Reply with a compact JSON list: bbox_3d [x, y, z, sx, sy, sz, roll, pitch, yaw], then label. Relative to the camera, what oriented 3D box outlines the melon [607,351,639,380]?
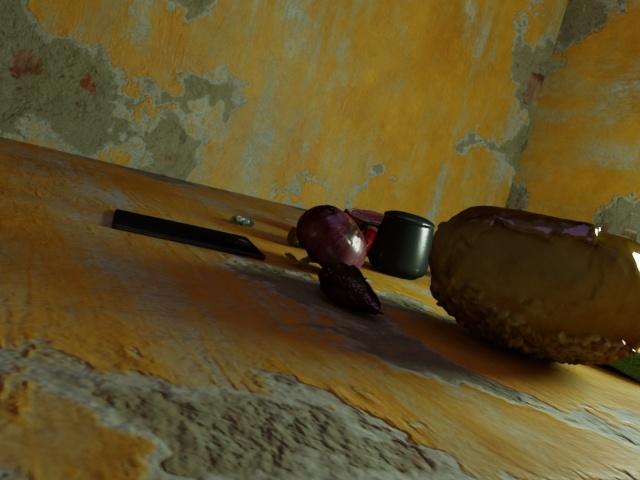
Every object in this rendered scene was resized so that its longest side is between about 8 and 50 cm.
[{"bbox_3d":[0.561,0.219,1.167,0.114,0.053,0.261,20,2,-38],"label":"melon"}]

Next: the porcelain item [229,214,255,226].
[{"bbox_3d":[-0.239,-0.060,1.776,0.083,0.028,0.036,8,-7,-41],"label":"porcelain item"}]

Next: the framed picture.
[{"bbox_3d":[-0.301,-0.018,1.322,0.323,0.013,0.244,14,7,-19],"label":"framed picture"}]

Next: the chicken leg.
[{"bbox_3d":[0.049,0.083,1.065,0.105,0.063,0.234,10,9,-8],"label":"chicken leg"}]

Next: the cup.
[{"bbox_3d":[0.203,0.003,1.619,0.223,0.177,0.169,16,9,0],"label":"cup"}]

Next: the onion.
[{"bbox_3d":[0.023,0.004,1.320,0.177,0.154,0.177,21,-10,4],"label":"onion"}]

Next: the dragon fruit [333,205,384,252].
[{"bbox_3d":[0.160,-0.016,1.934,0.282,0.147,0.211,12,15,0],"label":"dragon fruit"}]

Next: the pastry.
[{"bbox_3d":[0.385,0.080,1.045,0.409,0.245,0.409,16,3,-1],"label":"pastry"}]

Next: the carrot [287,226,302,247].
[{"bbox_3d":[0.000,-0.001,1.668,0.228,0.069,0.069,8,9,-43],"label":"carrot"}]
